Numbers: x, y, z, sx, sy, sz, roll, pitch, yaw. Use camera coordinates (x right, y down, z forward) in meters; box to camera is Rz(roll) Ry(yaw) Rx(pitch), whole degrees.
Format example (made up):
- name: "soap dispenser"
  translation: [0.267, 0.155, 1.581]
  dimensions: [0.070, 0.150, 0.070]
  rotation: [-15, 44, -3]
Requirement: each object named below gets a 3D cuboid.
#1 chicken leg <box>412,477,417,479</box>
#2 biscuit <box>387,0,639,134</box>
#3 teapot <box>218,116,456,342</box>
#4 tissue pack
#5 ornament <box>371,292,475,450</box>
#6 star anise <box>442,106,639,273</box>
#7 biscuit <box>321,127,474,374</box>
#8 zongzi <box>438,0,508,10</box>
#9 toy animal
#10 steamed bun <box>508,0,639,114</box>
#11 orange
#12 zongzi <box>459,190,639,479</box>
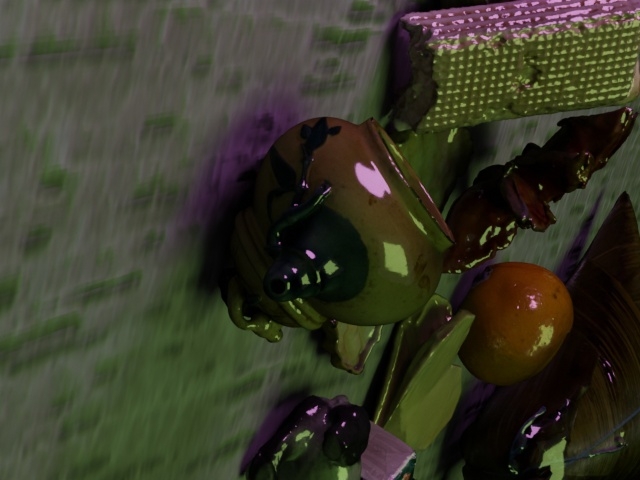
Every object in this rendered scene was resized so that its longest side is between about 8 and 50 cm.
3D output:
- name: "chicken leg"
  translation: [0.059, 0.350, 1.571]
  dimensions: [0.105, 0.063, 0.234]
  rotation: [98, 14, -60]
- name: "biscuit"
  translation: [0.181, -0.163, 1.279]
  dimensions: [0.239, 0.062, 0.108]
  rotation: [-9, 130, -15]
- name: "teapot"
  translation: [0.000, 0.000, 1.108]
  dimensions: [0.182, 0.173, 0.269]
  rotation: [-34, -174, 9]
- name: "tissue pack"
  translation: [0.037, 0.277, 1.456]
  dimensions: [0.090, 0.103, 0.170]
  rotation: [-32, 138, -42]
- name: "ornament"
  translation: [0.102, 0.171, 1.557]
  dimensions: [0.180, 0.059, 0.201]
  rotation: [-45, 149, -36]
- name: "star anise"
  translation: [0.218, -0.054, 1.436]
  dimensions: [0.288, 0.088, 0.288]
  rotation: [-38, 180, 0]
- name: "biscuit"
  translation: [0.062, -0.015, 1.337]
  dimensions: [0.273, 0.036, 0.187]
  rotation: [-61, 155, -15]
- name: "zongzi"
  translation: [0.120, -0.206, 1.291]
  dimensions: [0.113, 0.052, 0.104]
  rotation: [-54, 148, 2]
- name: "toy animal"
  translation: [-0.017, 0.248, 1.342]
  dimensions: [0.121, 0.094, 0.225]
  rotation: [-33, 138, -66]
- name: "steamed bun"
  translation: [0.236, -0.206, 1.418]
  dimensions: [0.141, 0.172, 0.155]
  rotation: [-171, -105, -77]
- name: "orange"
  translation: [0.226, 0.094, 1.671]
  dimensions: [0.156, 0.134, 0.156]
  rotation: [-41, -170, 9]
- name: "zongzi"
  translation: [0.336, 0.145, 1.916]
  dimensions: [0.403, 0.208, 0.432]
  rotation: [-1, 92, -52]
